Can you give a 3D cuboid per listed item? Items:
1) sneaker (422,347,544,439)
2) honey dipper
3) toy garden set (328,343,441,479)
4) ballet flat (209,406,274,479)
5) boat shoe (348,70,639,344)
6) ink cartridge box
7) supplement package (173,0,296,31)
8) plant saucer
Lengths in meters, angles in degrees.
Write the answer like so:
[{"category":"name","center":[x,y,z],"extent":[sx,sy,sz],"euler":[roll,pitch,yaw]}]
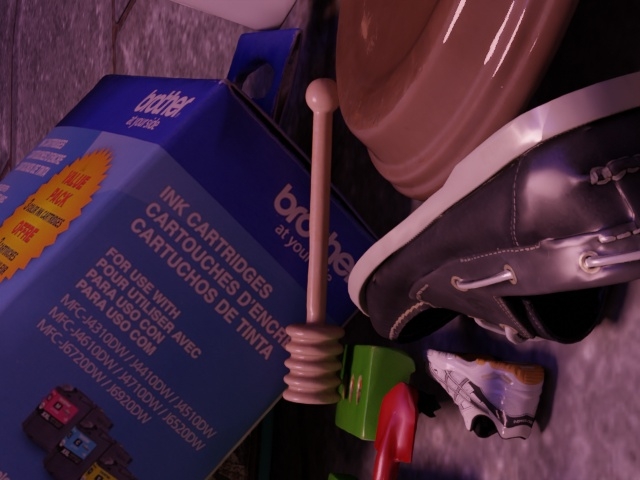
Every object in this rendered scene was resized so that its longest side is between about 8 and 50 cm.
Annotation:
[{"category":"sneaker","center":[0.068,0.069,0.639],"extent":[0.083,0.032,0.036],"euler":[-173,88,-68]},{"category":"honey dipper","center":[0.000,0.000,0.708],"extent":[0.030,0.031,0.160],"euler":[-167,80,-67]},{"category":"toy garden set","center":[0.033,0.171,0.645],"extent":[0.204,0.049,0.244],"euler":[150,126,-83]},{"category":"ballet flat","center":[-0.124,0.287,0.857],"extent":[0.164,0.182,0.482],"euler":[160,113,-66]},{"category":"boat shoe","center":[0.075,0.012,0.581],"extent":[0.079,0.084,0.233],"euler":[64,156,8]},{"category":"ink cartridge box","center":[-0.136,0.046,0.821],"extent":[0.395,0.151,0.270],"euler":[-46,21,-12]},{"category":"supplement package","center":[-0.042,-0.208,0.813],"extent":[0.179,0.105,0.105],"euler":[137,148,-70]},{"category":"plant saucer","center":[0.062,-0.155,0.627],"extent":[0.278,0.041,0.277],"euler":[-166,90,-77]}]
